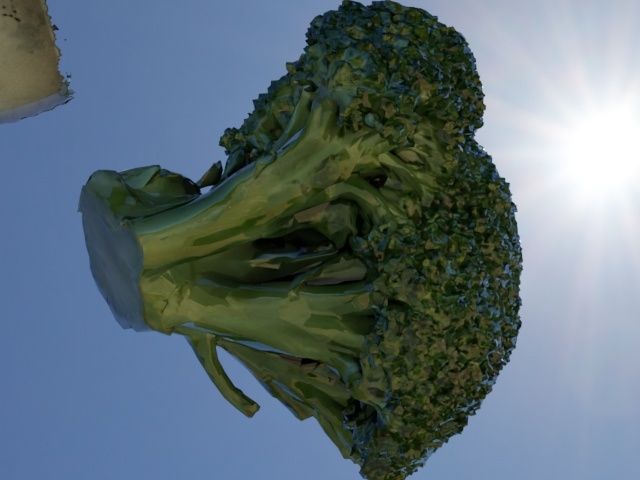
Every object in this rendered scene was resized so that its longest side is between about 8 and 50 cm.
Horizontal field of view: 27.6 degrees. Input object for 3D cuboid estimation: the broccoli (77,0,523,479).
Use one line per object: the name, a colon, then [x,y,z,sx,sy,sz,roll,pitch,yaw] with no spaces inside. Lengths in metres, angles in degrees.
broccoli: [0.000,0.000,0.690,0.241,0.269,0.261,-12,-62,-29]

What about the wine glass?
wine glass: [-0.404,-0.174,1.228,0.357,0.190,0.190,-18,-57,-9]
